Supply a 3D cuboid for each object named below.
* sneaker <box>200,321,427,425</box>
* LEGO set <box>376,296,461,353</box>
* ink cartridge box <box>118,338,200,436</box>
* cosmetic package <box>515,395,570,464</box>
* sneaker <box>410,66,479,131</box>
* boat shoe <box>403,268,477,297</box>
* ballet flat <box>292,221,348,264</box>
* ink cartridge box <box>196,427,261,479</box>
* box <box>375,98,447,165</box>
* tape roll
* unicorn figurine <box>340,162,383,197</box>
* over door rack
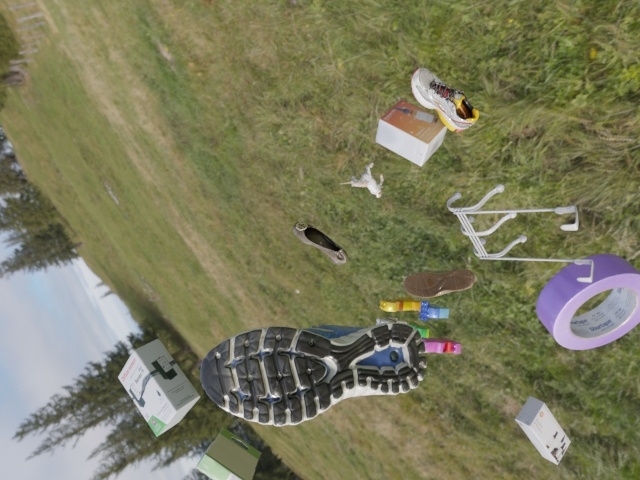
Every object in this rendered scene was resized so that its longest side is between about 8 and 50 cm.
[{"bbox_3d":[-0.012,0.191,0.636,0.147,0.329,0.130,147,123,-64],"label":"sneaker"},{"bbox_3d":[0.177,0.161,0.878,0.227,0.093,0.087,-174,88,-66],"label":"LEGO set"},{"bbox_3d":[-0.451,0.404,1.176,0.208,0.086,0.153,47,122,15],"label":"ink cartridge box"},{"bbox_3d":[0.749,0.637,1.419,0.239,0.099,0.060,50,160,-22],"label":"cosmetic package"},{"bbox_3d":[0.340,-0.391,1.146,0.225,0.088,0.092,33,169,-18],"label":"sneaker"},{"bbox_3d":[0.563,0.201,1.998,0.340,0.110,0.122,-9,86,34],"label":"boat shoe"},{"bbox_3d":[0.000,0.000,1.578,0.249,0.084,0.058,38,150,18],"label":"ballet flat"},{"bbox_3d":[-0.295,0.724,1.399,0.171,0.056,0.235,32,175,3],"label":"ink cartridge box"},{"bbox_3d":[0.276,-0.330,1.291,0.170,0.130,0.091,33,151,18],"label":"box"},{"bbox_3d":[0.745,0.172,1.159,0.090,0.274,0.275,-105,3,-54],"label":"tape roll"},{"bbox_3d":[0.158,-0.200,1.412,0.161,0.111,0.060,31,148,-23],"label":"unicorn figurine"},{"bbox_3d":[0.516,-0.028,1.085,0.324,0.108,0.239,15,156,49],"label":"over door rack"}]
